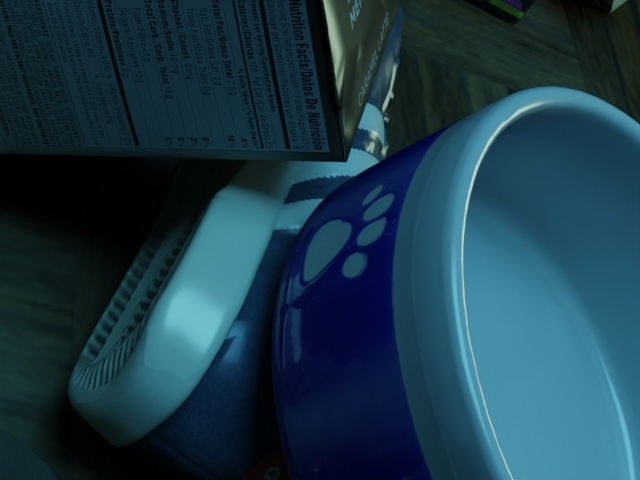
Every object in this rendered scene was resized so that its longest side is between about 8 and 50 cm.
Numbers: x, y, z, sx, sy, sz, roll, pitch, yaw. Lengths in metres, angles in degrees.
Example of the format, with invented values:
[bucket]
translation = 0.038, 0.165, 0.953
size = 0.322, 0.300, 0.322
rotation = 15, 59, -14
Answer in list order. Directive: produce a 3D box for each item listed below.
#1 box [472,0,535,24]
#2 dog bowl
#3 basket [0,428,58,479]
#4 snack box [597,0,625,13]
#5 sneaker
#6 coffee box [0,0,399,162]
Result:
[box]
translation = 0.136, -0.217, 1.114
size = 0.062, 0.052, 0.083
rotation = 24, 42, -19
[dog bowl]
translation = 0.105, 0.071, 0.662
size = 0.265, 0.104, 0.265
rotation = 24, 54, -39
[basket]
translation = -0.147, 0.176, 0.462
size = 0.154, 0.204, 0.227
rotation = -13, 41, 6
[snack box]
translation = 0.198, -0.253, 1.166
size = 0.141, 0.037, 0.100
rotation = 51, -1, 11
[sneaker]
translation = 0.000, 0.000, 0.770
size = 0.148, 0.131, 0.350
rotation = 39, 45, -14
[coffee box]
translation = -0.098, -0.117, 0.707
size = 0.247, 0.098, 0.141
rotation = 2, 41, 14
